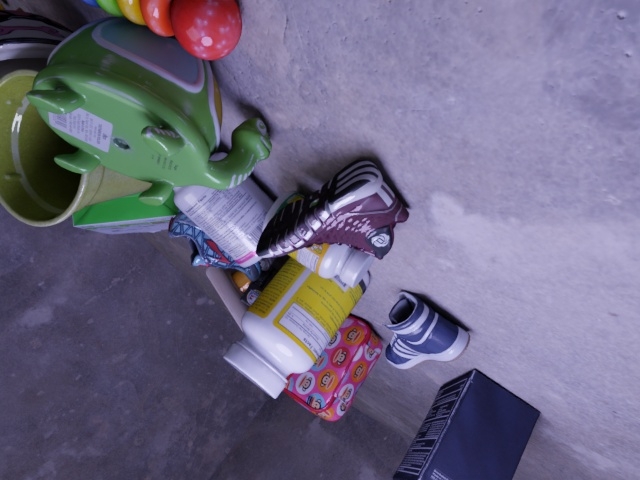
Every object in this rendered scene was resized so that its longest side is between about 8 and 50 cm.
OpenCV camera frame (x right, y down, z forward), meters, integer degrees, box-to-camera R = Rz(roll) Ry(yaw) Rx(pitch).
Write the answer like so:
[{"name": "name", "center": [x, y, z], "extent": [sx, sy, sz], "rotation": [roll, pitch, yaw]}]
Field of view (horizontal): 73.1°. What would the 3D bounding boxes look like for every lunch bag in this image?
[{"name": "lunch bag", "center": [0.017, 0.354, 1.288], "extent": [0.258, 0.293, 0.120], "rotation": [14, 153, 46]}]

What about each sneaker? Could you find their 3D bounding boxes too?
[{"name": "sneaker", "center": [-0.264, 0.028, 1.069], "extent": [0.262, 0.125, 0.104], "rotation": [43, 158, -14]}, {"name": "sneaker", "center": [0.188, 0.204, 0.967], "extent": [0.153, 0.099, 0.282], "rotation": [36, 152, -6]}, {"name": "sneaker", "center": [0.024, -0.004, 0.725], "extent": [0.162, 0.107, 0.281], "rotation": [39, 135, -26]}]

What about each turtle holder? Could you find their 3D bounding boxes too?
[{"name": "turtle holder", "center": [-0.245, -0.206, 0.667], "extent": [0.319, 0.228, 0.243], "rotation": [11, 154, 6]}]

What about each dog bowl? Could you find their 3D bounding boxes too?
[{"name": "dog bowl", "center": [-0.627, -0.294, 0.925], "extent": [0.150, 0.407, 0.408], "rotation": [56, 164, 17]}]

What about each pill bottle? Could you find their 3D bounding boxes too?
[{"name": "pill bottle", "center": [-0.215, -0.090, 0.950], "extent": [0.283, 0.160, 0.160], "rotation": [47, 157, -18]}, {"name": "pill bottle", "center": [0.000, 0.000, 0.841], "extent": [0.208, 0.118, 0.118], "rotation": [33, 158, 16]}, {"name": "pill bottle", "center": [-0.052, 0.164, 0.955], "extent": [0.187, 0.334, 0.188], "rotation": [33, 158, 15]}]

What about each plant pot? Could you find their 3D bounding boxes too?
[{"name": "plant pot", "center": [-0.472, -0.179, 0.882], "extent": [0.276, 0.276, 0.254], "rotation": [33, -161, 14]}]

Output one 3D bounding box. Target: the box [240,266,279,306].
[{"name": "box", "center": [-0.101, 0.170, 1.238], "extent": [0.216, 0.060, 0.270], "rotation": [34, -173, -3]}]

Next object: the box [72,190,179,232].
[{"name": "box", "center": [-0.496, -0.094, 1.185], "extent": [0.231, 0.261, 0.127], "rotation": [139, 124, -84]}]

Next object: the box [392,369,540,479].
[{"name": "box", "center": [0.346, 0.513, 1.064], "extent": [0.182, 0.294, 0.296], "rotation": [31, 158, 13]}]

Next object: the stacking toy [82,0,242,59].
[{"name": "stacking toy", "center": [-0.247, -0.345, 0.558], "extent": [0.330, 0.141, 0.141], "rotation": [30, 158, 5]}]

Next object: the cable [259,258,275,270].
[{"name": "cable", "center": [-0.222, -0.026, 1.191], "extent": [0.257, 0.089, 0.257], "rotation": [22, 154, 33]}]

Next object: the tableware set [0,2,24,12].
[{"name": "tableware set", "center": [-0.789, -0.580, 1.091], "extent": [0.154, 0.024, 0.104], "rotation": [30, 154, 24]}]

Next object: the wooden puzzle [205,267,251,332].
[{"name": "wooden puzzle", "center": [-0.176, 0.203, 1.382], "extent": [0.322, 0.080, 0.348], "rotation": [53, -170, 18]}]
